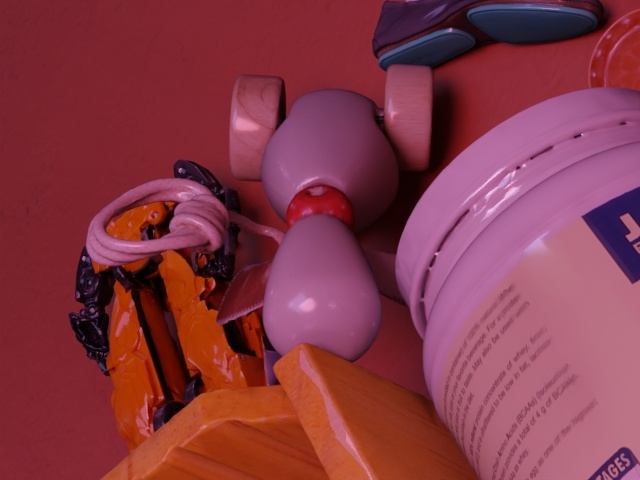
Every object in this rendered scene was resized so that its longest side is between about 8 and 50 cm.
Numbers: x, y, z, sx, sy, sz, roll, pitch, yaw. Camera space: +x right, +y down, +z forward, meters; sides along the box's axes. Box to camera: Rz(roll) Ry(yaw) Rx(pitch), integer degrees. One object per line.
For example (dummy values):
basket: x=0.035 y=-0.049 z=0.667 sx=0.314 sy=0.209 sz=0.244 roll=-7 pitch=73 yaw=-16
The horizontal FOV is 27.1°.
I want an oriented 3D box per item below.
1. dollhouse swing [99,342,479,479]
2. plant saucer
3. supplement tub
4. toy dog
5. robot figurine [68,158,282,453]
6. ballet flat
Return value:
dollhouse swing: x=-0.002 y=0.317 z=0.813 sx=0.347 sy=0.315 sz=0.305 roll=-41 pitch=41 yaw=26
plant saucer: x=0.225 y=-0.121 z=0.921 sx=0.083 sy=0.013 sz=0.083 roll=-16 pitch=66 yaw=40
supplement tub: x=0.199 y=0.094 z=0.716 sx=0.235 sy=0.235 sz=0.324 roll=-47 pitch=50 yaw=21
toy dog: x=0.000 y=0.000 z=0.946 sx=0.220 sy=0.333 sz=0.161 roll=10 pitch=126 yaw=21
robot figurine: x=-0.115 y=0.077 z=1.122 sx=0.211 sy=0.085 sz=0.291 roll=-38 pitch=54 yaw=27
ballet flat: x=0.121 y=-0.178 z=1.000 sx=0.203 sy=0.074 sz=0.074 roll=-8 pitch=70 yaw=44
